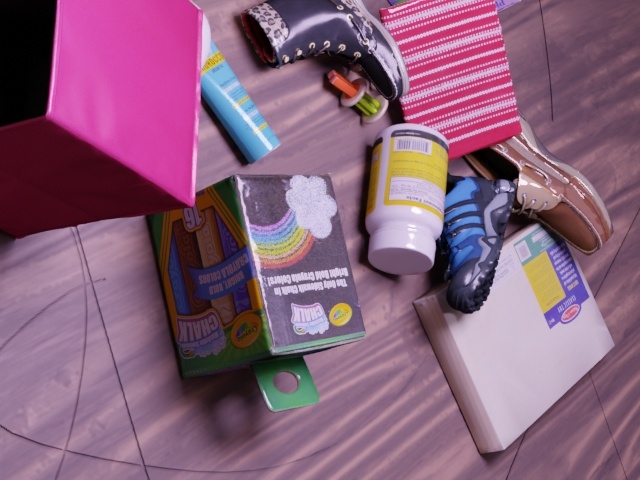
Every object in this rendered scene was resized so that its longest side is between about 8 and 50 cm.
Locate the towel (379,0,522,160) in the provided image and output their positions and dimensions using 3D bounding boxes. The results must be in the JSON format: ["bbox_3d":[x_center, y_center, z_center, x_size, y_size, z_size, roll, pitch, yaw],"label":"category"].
[{"bbox_3d":[0.209,-0.263,1.927,0.199,0.031,0.275,-21,110,-15],"label":"towel"}]

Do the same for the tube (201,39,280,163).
[{"bbox_3d":[-0.134,-0.204,1.681,0.207,0.052,0.080,55,38,-8],"label":"tube"}]

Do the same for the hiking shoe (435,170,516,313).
[{"bbox_3d":[0.217,0.004,1.888,0.304,0.132,0.113,-66,167,-52],"label":"hiking shoe"}]

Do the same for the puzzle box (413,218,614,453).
[{"bbox_3d":[0.334,0.142,2.019,0.409,0.052,0.272,-29,96,-46],"label":"puzzle box"}]

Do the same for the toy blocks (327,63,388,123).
[{"bbox_3d":[0.044,-0.268,1.871,0.148,0.054,0.123,36,52,-31],"label":"toy blocks"}]

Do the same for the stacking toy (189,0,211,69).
[{"bbox_3d":[-0.204,-0.435,1.556,0.351,0.351,0.480,-16,104,-47],"label":"stacking toy"}]

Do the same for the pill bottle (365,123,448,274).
[{"bbox_3d":[0.130,-0.061,1.837,0.119,0.119,0.208,28,58,-36],"label":"pill bottle"}]

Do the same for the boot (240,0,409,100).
[{"bbox_3d":[0.007,-0.281,1.783,0.178,0.085,0.236,-33,91,-25],"label":"boot"}]

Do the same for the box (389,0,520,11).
[{"bbox_3d":[0.260,-0.474,2.045,0.117,0.213,0.243,49,48,-22],"label":"box"}]

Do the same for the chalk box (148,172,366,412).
[{"bbox_3d":[-0.075,0.075,1.544,0.180,0.179,0.289,-4,80,-47],"label":"chalk box"}]

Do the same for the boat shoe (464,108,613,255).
[{"bbox_3d":[0.349,-0.094,2.051,0.324,0.122,0.120,46,59,6],"label":"boat shoe"}]

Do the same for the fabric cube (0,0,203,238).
[{"bbox_3d":[-0.303,-0.172,1.298,0.258,0.259,0.254,33,52,-58],"label":"fabric cube"}]
